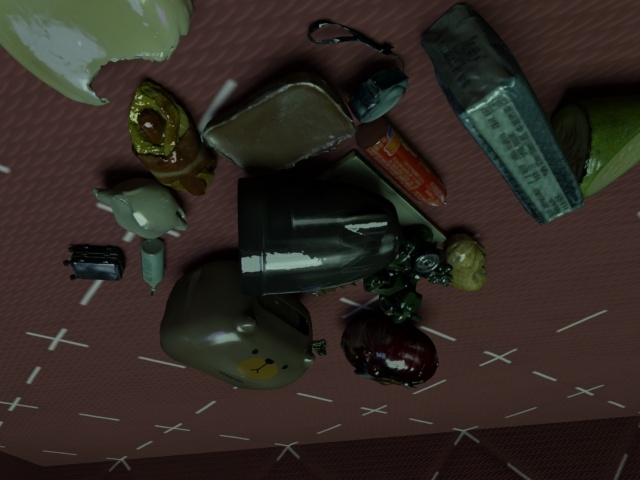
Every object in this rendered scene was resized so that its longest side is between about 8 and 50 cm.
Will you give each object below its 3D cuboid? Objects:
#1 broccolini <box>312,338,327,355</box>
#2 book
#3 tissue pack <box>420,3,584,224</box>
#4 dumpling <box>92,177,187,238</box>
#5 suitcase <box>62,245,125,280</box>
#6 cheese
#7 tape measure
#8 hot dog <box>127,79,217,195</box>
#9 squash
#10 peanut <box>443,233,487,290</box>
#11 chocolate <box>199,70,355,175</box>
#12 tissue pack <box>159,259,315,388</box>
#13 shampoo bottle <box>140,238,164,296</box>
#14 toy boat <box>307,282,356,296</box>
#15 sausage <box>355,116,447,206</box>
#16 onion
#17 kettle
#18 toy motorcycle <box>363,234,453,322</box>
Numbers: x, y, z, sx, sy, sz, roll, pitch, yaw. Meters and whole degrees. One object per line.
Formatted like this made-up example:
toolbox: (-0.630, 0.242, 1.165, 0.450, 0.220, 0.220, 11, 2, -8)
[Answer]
broccolini: (-0.056, 0.345, 1.531, 0.194, 0.054, 0.052, 28, 151, -31)
book: (0.095, -0.033, 1.066, 0.260, 0.043, 0.370, -31, 134, 30)
tissue pack: (0.297, -0.194, 0.728, 0.103, 0.228, 0.315, -33, 133, 25)
dumpling: (-0.378, -0.067, 0.946, 0.154, 0.111, 0.181, 13, 143, 30)
suitcase: (-0.551, 0.058, 1.113, 0.126, 0.059, 0.086, 4, 143, -9)
cheese: (-0.315, -0.319, 0.605, 0.265, 0.127, 0.233, -14, 141, 15)
tape measure: (0.057, -0.284, 0.751, 0.180, 0.104, 0.107, 43, 151, -5)
hot dog: (-0.271, -0.162, 0.832, 0.123, 0.093, 0.262, -14, 140, 14)
squash: (0.563, -0.168, 0.815, 0.260, 0.190, 0.189, 0, 142, 0)
peanut: (0.373, 0.062, 1.164, 0.103, 0.098, 0.229, 7, 151, 26)
chocolate: (-0.070, -0.211, 0.795, 0.261, 0.083, 0.161, -16, 144, 30)
tissue pack: (-0.191, 0.225, 1.180, 0.276, 0.268, 0.387, -20, 137, 26)
shampoo bottle: (-0.425, 0.072, 1.145, 0.056, 0.056, 0.195, 8, 141, -14)
toy boat: (-0.003, 0.110, 1.175, 0.205, 0.072, 0.064, -6, 149, 33)
sausage: (0.180, -0.140, 0.910, 0.074, 0.074, 0.274, -30, 135, 29)
onion: (0.213, 0.328, 1.400, 0.313, 0.233, 0.314, 15, 159, 6)
kettle: (0.000, 0.000, 0.932, 0.323, 0.229, 0.321, -2, 165, -7)
toy motorcycle: (0.195, 0.093, 1.097, 0.205, 0.127, 0.275, 17, 131, -29)
